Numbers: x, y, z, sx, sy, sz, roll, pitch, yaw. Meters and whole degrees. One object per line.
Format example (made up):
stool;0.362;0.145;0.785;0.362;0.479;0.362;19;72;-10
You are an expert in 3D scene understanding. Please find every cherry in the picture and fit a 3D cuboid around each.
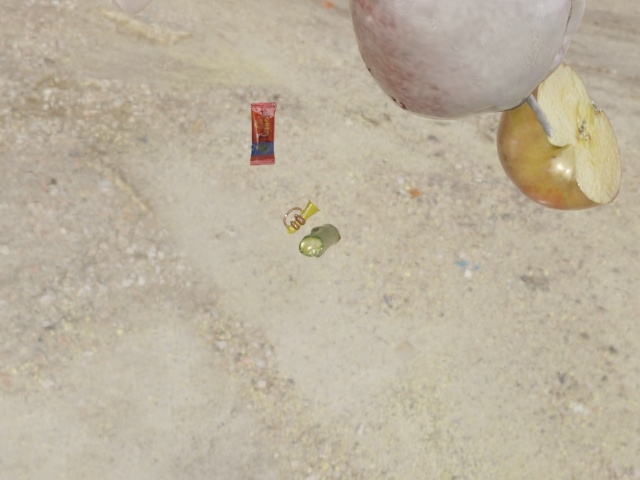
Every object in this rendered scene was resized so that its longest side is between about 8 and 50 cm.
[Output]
cherry;0.206;-0.332;1.000;0.326;0.335;0.291;-11;60;12

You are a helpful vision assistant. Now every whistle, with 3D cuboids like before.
whistle;-0.059;-0.068;1.939;0.057;0.109;0.046;49;1;-7

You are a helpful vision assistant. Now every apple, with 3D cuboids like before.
apple;0.452;-0.191;1.395;0.163;0.293;0.251;-19;24;45

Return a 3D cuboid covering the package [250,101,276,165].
package;-0.178;-0.330;2.187;0.083;0.200;0.022;-5;25;-18

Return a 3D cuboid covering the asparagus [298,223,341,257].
asparagus;0.001;-0.001;1.746;0.060;0.067;0.277;-25;4;12

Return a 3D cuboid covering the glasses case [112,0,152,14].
glasses case;-0.412;-0.694;1.744;0.075;0.113;0.297;32;84;22
